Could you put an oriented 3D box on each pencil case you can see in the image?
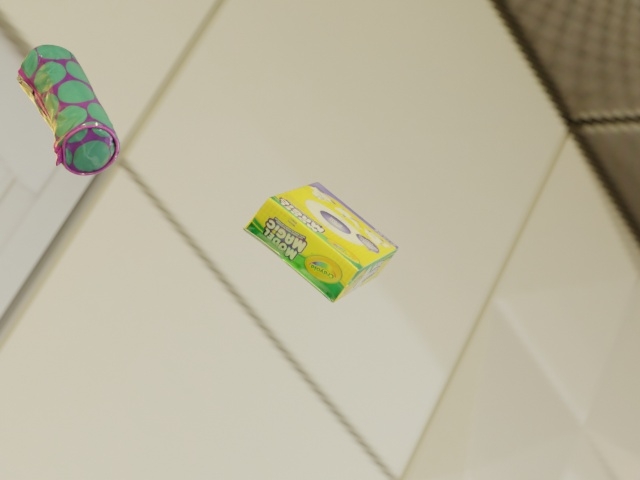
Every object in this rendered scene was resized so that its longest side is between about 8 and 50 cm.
[{"bbox_3d":[-0.257,-0.132,1.668,0.151,0.070,0.064,56,-35,41],"label":"pencil case"}]

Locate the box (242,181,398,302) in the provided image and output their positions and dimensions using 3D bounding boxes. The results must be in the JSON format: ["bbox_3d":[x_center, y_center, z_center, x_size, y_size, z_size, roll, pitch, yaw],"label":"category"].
[{"bbox_3d":[0.000,0.000,1.472,0.105,0.179,0.043,39,-73,7],"label":"box"}]
